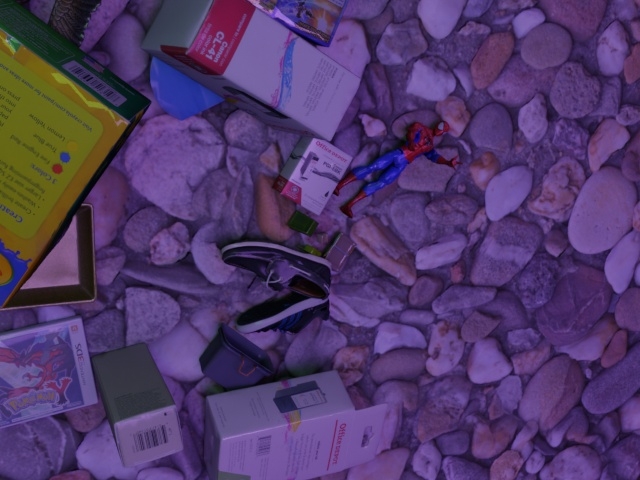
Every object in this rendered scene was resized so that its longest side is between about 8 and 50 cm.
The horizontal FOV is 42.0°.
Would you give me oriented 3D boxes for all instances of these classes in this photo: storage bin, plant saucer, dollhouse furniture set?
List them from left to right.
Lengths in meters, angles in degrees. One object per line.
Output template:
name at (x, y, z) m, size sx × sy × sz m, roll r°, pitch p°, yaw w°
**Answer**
plant saucer at (-0.500, 0.024, 1.486) m, size 0.188 × 0.045 × 0.189 m, roll -4°, pitch 107°, yaw -21°
storage bin at (-0.172, 0.250, 1.670) m, size 0.135 × 0.098 × 0.091 m, roll 38°, pitch 100°, yaw -27°
dollhouse furniture set at (0.000, 0.000, 1.698) m, size 0.151 × 0.058 × 0.076 m, roll 37°, pitch 82°, yaw -46°

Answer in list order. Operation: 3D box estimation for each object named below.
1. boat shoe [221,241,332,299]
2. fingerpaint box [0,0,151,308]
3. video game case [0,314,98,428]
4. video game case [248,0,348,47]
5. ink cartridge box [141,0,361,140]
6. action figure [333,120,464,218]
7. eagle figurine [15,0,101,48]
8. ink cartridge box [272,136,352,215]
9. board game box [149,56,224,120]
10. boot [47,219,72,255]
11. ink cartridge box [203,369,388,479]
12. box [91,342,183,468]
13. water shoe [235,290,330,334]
boat shoe at (-0.084, 0.058, 1.634) m, size 0.233 × 0.084 × 0.079 m, roll 16°, pitch 61°, yaw -22°
fingerpaint box at (-0.543, -0.182, 1.230) m, size 0.444 × 0.163 × 0.371 m, roll 36°, pitch 107°, yaw -10°
video game case at (-0.531, 0.247, 1.554) m, size 0.201 × 0.023 × 0.184 m, roll -12°, pitch 110°, yaw -18°
video game case at (-0.057, -0.515, 1.493) m, size 0.269 × 0.061 × 0.244 m, roll 21°, pitch 96°, yaw -26°
ink cartridge box at (-0.119, -0.301, 1.417) m, size 0.306 × 0.226 × 0.131 m, roll 29°, pitch 87°, yaw -33°
action figure at (0.165, -0.148, 1.662) m, size 0.280 × 0.139 × 0.091 m, roll -38°, pitch 118°, yaw -10°
eagle figurine at (-0.410, -0.410, 1.314) m, size 0.298 × 0.226 × 0.225 m, roll -46°, pitch 137°, yaw -9°
ink cartridge box at (-0.015, -0.133, 1.631) m, size 0.099 × 0.056 × 0.135 m, roll 28°, pitch 95°, yaw -26°
board game box at (-0.233, -0.301, 1.503) m, size 0.168 × 0.033 × 0.133 m, roll -31°, pitch 117°, yaw -22°
boot at (-0.498, -0.018, 1.425) m, size 0.099 × 0.045 × 0.121 m, roll 39°, pitch 90°, yaw -24°
ink cartridge box at (-0.054, 0.391, 1.711) m, size 0.353 × 0.119 × 0.207 m, roll -8°, pitch 131°, yaw -20°
box at (-0.335, 0.290, 1.507) m, size 0.113 × 0.275 × 0.094 m, roll -13°, pitch 111°, yaw -17°
water shoe at (-0.070, 0.162, 1.692) m, size 0.203 × 0.073 × 0.080 m, roll -20°, pitch 115°, yaw -15°
